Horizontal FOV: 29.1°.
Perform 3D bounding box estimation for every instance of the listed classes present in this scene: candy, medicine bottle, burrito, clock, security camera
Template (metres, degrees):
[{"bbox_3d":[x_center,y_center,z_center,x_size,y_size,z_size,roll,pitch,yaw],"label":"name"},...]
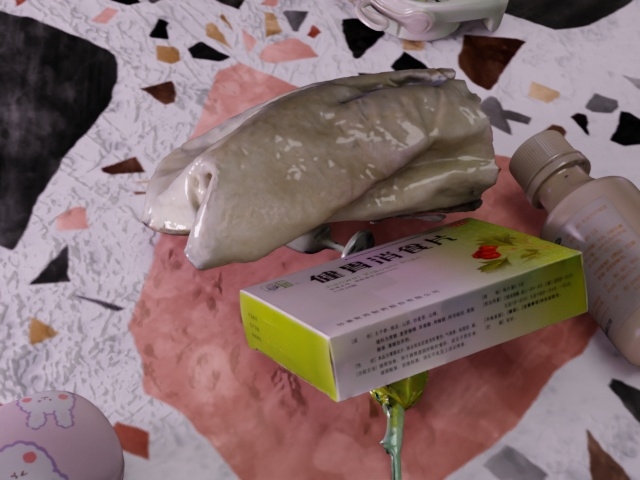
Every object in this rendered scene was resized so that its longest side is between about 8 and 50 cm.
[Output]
[{"bbox_3d":[0.067,0.178,1.069,0.058,0.062,0.194,-17,54,27],"label":"candy"},{"bbox_3d":[0.278,-0.002,1.208,0.114,0.114,0.252,-18,57,-23],"label":"medicine bottle"},{"bbox_3d":[-0.005,-0.078,1.168,0.331,0.135,0.190,-13,34,-23],"label":"burrito"},{"bbox_3d":[0.113,-0.298,1.452,0.191,0.062,0.151,-15,56,-21],"label":"clock"},{"bbox_3d":[0.000,0.000,1.203,0.092,0.058,0.058,25,50,26],"label":"security camera"}]

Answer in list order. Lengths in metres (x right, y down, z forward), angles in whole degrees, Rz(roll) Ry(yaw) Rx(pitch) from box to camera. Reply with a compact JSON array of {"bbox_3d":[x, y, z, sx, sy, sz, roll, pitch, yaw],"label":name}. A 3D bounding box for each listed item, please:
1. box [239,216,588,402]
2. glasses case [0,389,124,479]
[{"bbox_3d":[0.081,0.053,1.098,0.260,0.062,0.175,-18,19,-24],"label":"box"},{"bbox_3d":[-0.292,0.212,0.949,0.296,0.075,0.113,-26,58,-27],"label":"glasses case"}]
